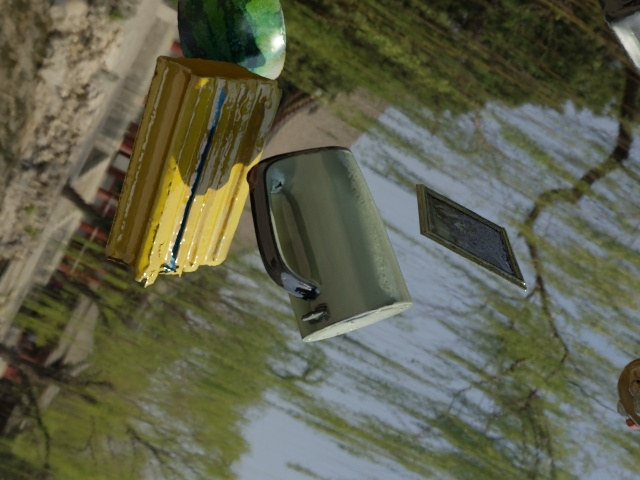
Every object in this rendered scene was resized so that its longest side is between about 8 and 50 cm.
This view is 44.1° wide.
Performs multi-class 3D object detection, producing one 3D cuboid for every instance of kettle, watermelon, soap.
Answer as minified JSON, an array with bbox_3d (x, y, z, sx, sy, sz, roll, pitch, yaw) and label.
[{"bbox_3d":[0.000,0.000,1.107,0.165,0.240,0.255,-24,-103,35],"label":"kettle"},{"bbox_3d":[-0.145,-0.308,1.239,0.128,0.146,0.231,52,-26,38],"label":"watermelon"},{"bbox_3d":[-0.191,-0.104,1.182,0.204,0.096,0.325,-11,127,-58],"label":"soap"}]

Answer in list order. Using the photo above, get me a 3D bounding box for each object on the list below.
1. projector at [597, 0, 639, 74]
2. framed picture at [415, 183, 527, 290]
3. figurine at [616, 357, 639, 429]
[{"bbox_3d":[0.611,-0.400,1.105,0.405,0.395,0.242,-25,-117,28],"label":"projector"},{"bbox_3d":[0.297,-0.019,1.578,0.019,0.232,0.296,-60,-172,21],"label":"framed picture"},{"bbox_3d":[0.708,0.358,1.567,0.167,0.342,0.285,-32,-117,3],"label":"figurine"}]
